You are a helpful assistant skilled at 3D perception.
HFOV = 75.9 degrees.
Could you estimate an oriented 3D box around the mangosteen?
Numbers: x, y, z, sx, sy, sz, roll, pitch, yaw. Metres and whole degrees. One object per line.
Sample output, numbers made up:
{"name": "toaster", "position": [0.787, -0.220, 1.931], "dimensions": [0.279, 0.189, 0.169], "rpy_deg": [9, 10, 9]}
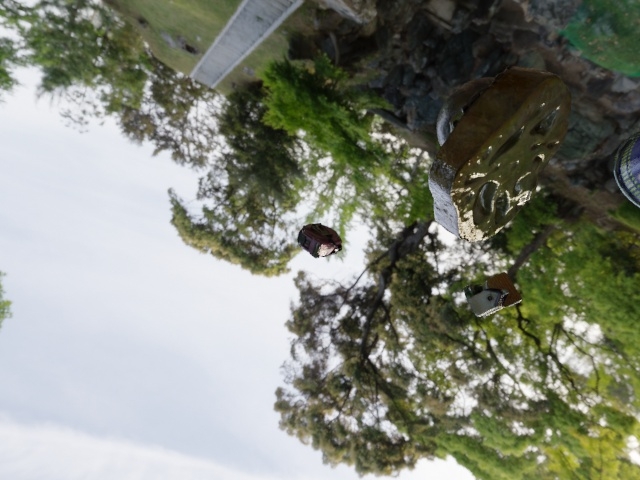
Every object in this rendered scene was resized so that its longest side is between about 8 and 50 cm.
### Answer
{"name": "mangosteen", "position": [0.519, -0.362, 1.300], "dimensions": [0.311, 0.311, 0.311], "rpy_deg": [26, -157, -12]}

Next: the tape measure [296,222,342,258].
{"name": "tape measure", "position": [0.000, 0.000, 1.197], "dimensions": [0.125, 0.074, 0.118], "rpy_deg": [36, -150, 32]}

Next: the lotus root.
{"name": "lotus root", "position": [0.378, -0.170, 0.894], "dimensions": [0.374, 0.390, 0.111], "rpy_deg": [-15, -137, -32]}

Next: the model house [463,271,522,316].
{"name": "model house", "position": [0.431, 0.133, 1.032], "dimensions": [0.100, 0.100, 0.088], "rpy_deg": [4, -123, -46]}

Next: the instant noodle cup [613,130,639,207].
{"name": "instant noodle cup", "position": [0.924, -0.224, 0.966], "dimensions": [0.284, 0.284, 0.312], "rpy_deg": [39, 172, 17]}
